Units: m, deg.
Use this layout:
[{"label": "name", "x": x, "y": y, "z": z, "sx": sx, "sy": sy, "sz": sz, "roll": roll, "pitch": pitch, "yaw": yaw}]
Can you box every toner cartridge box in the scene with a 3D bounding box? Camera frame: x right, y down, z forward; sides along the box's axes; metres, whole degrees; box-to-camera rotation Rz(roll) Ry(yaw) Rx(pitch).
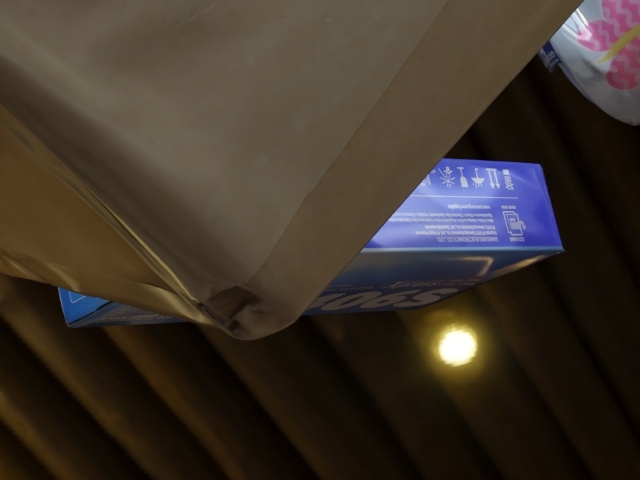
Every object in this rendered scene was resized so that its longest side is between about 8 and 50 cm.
[{"label": "toner cartridge box", "x": 0.000, "y": 0.000, "z": 0.996, "sx": 0.348, "sy": 0.075, "sz": 0.165, "roll": 0, "pitch": -19, "yaw": -42}]

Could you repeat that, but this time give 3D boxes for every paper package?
[{"label": "paper package", "x": -0.026, "y": -0.142, "z": 0.492, "sx": 0.325, "sy": 0.309, "sz": 0.168, "roll": -48, "pitch": -69, "yaw": -17}]

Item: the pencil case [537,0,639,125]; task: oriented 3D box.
[{"label": "pencil case", "x": 0.253, "y": -0.184, "z": 0.819, "sx": 0.273, "sy": 0.124, "sz": 0.113, "roll": -35, "pitch": -22, "yaw": 25}]
